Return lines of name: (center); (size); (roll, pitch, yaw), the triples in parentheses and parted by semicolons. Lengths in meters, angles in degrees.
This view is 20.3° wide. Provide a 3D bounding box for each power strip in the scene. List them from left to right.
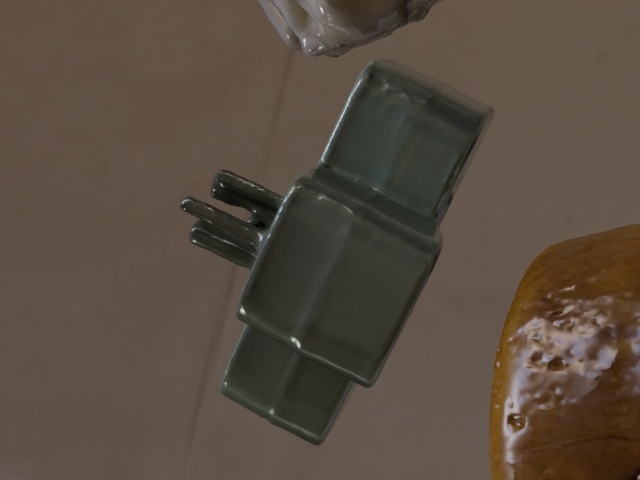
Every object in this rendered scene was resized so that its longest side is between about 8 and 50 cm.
power strip: (0.000, 0.000, 1.085); (0.229, 0.141, 0.261); (-65, -4, 9)

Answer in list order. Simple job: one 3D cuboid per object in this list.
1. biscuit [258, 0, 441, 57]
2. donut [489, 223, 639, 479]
biscuit: (0.132, -0.210, 0.534); (0.426, 0.144, 0.078); (-33, -5, -15)
donut: (0.154, 0.102, 0.848); (0.226, 0.114, 0.226); (-3, -90, -70)
